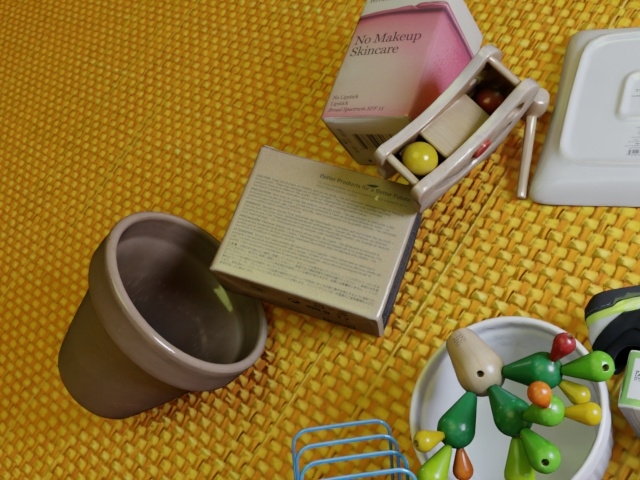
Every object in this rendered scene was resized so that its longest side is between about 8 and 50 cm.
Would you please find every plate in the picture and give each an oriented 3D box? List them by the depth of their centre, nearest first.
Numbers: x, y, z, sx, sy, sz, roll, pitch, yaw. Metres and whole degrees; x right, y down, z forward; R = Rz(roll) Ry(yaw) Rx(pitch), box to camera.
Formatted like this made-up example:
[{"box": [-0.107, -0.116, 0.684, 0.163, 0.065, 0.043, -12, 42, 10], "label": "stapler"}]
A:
[{"box": [0.413, -0.168, 1.010, 0.277, 0.045, 0.278, 5, 65, 34], "label": "plate"}]

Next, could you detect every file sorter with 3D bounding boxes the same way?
[{"box": [0.035, 0.260, 0.806, 0.118, 0.104, 0.170, -7, 11, -7], "label": "file sorter"}]

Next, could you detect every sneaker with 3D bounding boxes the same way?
[{"box": [0.389, 0.092, 0.845, 0.235, 0.084, 0.097, -16, 60, 33], "label": "sneaker"}]

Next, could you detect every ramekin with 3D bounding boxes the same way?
[{"box": [0.209, 0.194, 0.868, 0.207, 0.109, 0.207, -16, 55, 24], "label": "ramekin"}]

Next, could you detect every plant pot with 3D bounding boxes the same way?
[{"box": [-0.242, 0.126, 1.134, 0.229, 0.263, 0.263, -41, 46, 28], "label": "plant pot"}]

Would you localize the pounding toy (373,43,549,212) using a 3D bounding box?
[{"box": [0.207, -0.126, 1.006, 0.269, 0.154, 0.155, -39, 76, -20], "label": "pounding toy"}]

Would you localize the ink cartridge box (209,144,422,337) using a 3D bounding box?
[{"box": [0.000, 0.000, 1.089, 0.235, 0.088, 0.193, 17, 69, 15], "label": "ink cartridge box"}]

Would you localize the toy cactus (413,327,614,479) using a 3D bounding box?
[{"box": [0.166, 0.153, 0.792, 0.219, 0.112, 0.180, -46, 37, 13], "label": "toy cactus"}]

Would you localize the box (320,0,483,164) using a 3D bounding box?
[{"box": [0.121, -0.237, 1.185, 0.149, 0.127, 0.232, 4, 65, 35], "label": "box"}]

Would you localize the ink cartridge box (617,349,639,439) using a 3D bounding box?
[{"box": [0.399, 0.164, 0.764, 0.209, 0.109, 0.062, 5, 65, 35], "label": "ink cartridge box"}]
